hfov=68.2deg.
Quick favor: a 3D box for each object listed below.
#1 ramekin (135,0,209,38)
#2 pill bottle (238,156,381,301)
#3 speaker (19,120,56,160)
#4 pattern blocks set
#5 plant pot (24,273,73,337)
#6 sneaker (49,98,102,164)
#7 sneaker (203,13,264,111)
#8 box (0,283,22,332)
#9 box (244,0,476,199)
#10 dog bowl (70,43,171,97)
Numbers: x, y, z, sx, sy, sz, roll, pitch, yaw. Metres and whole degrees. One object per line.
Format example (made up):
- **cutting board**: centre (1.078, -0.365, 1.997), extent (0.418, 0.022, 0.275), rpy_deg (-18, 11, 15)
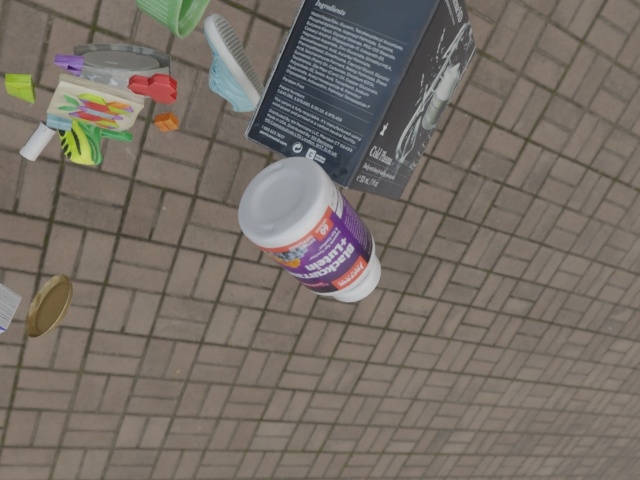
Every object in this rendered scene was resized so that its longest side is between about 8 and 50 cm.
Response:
- **ramekin**: centre (-0.424, -0.782, 1.410), extent (0.148, 0.303, 0.303), rpy_deg (27, 107, -10)
- **pill bottle**: centre (0.000, 0.000, 0.558), extent (0.108, 0.108, 0.193), rpy_deg (-39, 139, 4)
- **speaker**: centre (-0.983, -0.344, 1.647), extent (0.055, 0.055, 0.136), rpy_deg (36, 96, -31)
- **pattern blocks set**: centre (-0.403, -0.243, 0.859), extent (0.285, 0.325, 0.026), rpy_deg (7, 81, -20)
- **plant pot**: centre (-0.947, 0.231, 1.662), extent (0.236, 0.236, 0.032), rpy_deg (-43, 138, 7)
- **sneaker**: centre (-0.763, -0.362, 1.491), extent (0.109, 0.296, 0.123), rpy_deg (-21, 164, 11)
- **sneaker**: centre (-0.287, -0.506, 1.431), extent (0.150, 0.135, 0.366), rpy_deg (-14, 151, 10)
- **box**: centre (-0.999, 0.200, 1.426), extent (0.072, 0.137, 0.126), rpy_deg (-26, 129, 13)
- **box**: centre (0.128, -0.379, 1.177), extent (0.472, 0.297, 0.480), rpy_deg (-65, 160, 12)
- **dog bowl**: centre (-0.680, -0.580, 1.617), extent (0.348, 0.349, 0.102), rpy_deg (-3, 124, -18)
